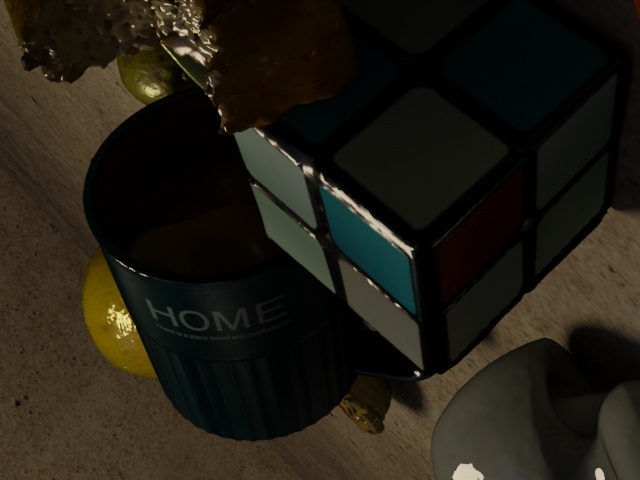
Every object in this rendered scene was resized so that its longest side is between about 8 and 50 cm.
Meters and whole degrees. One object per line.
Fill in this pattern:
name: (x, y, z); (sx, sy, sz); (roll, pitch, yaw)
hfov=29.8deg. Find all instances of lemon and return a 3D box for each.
lemon: (-0.254, 0.074, 1.840); (0.240, 0.240, 0.219); (21, 140, 59)

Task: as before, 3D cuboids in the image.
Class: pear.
pear: (-0.150, -0.180, 1.199); (0.131, 0.107, 0.107); (29, 155, 56)

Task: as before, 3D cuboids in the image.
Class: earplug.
earplug: (0.225, 0.198, 0.942); (0.326, 0.175, 0.214); (27, 156, 52)

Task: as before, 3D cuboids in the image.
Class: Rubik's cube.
Rubik's cube: (0.069, -0.052, 0.755); (0.167, 0.183, 0.180); (39, 161, 26)

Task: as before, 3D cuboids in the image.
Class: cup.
cup: (-0.048, 0.025, 1.181); (0.292, 0.308, 0.242); (82, 171, -50)

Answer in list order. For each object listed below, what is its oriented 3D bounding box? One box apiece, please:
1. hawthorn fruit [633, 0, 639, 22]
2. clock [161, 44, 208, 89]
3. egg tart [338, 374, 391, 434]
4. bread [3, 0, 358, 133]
hawthorn fruit: (0.175, -0.125, 0.437); (0.125, 0.140, 0.125); (44, -155, -26)
clock: (-0.073, -0.196, 0.956); (0.235, 0.096, 0.308); (34, 159, 39)
egg tart: (0.010, 0.151, 1.579); (0.232, 0.098, 0.252); (50, 170, -31)
bread: (-0.124, -0.214, 0.711); (0.109, 0.185, 0.380); (80, 165, -62)
